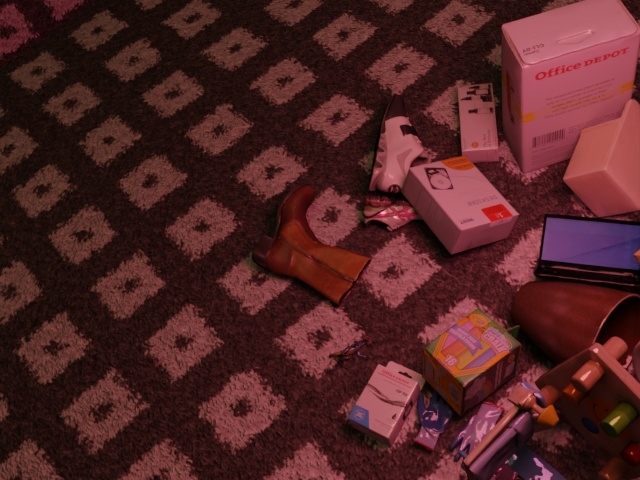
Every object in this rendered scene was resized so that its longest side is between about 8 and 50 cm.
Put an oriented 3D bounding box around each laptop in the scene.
[{"bbox_3d":[0.620,0.019,1.736,0.235,0.264,0.136,6,95,19],"label":"laptop"}]

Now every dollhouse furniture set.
[{"bbox_3d":[0.363,0.463,1.405,0.286,0.303,0.198,-42,56,-14],"label":"dollhouse furniture set"}]

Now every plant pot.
[{"bbox_3d":[0.535,0.176,1.633,0.215,0.215,0.230,-47,42,-17],"label":"plant pot"}]

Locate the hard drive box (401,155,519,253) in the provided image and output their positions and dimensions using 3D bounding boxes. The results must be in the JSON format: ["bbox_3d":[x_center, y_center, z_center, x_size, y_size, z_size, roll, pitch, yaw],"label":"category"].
[{"bbox_3d":[0.341,-0.092,1.875,0.181,0.089,0.232,-15,52,-26],"label":"hard drive box"}]

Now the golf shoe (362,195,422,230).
[{"bbox_3d":[0.202,-0.066,1.956,0.186,0.067,0.085,6,99,6],"label":"golf shoe"}]

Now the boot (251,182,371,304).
[{"bbox_3d":[0.000,0.000,1.935,0.281,0.096,0.264,22,65,25],"label":"boot"}]

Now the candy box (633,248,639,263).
[{"bbox_3d":[0.780,0.003,1.473,0.183,0.316,0.087,-38,95,-8],"label":"candy box"}]

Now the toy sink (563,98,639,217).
[{"bbox_3d":[0.705,-0.197,1.827,0.131,0.153,0.234,-13,43,55],"label":"toy sink"}]

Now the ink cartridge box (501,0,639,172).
[{"bbox_3d":[0.599,-0.376,1.854,0.279,0.384,0.160,-17,55,3],"label":"ink cartridge box"}]

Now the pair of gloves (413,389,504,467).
[{"bbox_3d":[0.293,0.397,1.640,0.198,0.023,0.159,18,62,24],"label":"pair of gloves"}]

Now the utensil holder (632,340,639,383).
[{"bbox_3d":[0.857,0.199,1.443,0.385,0.327,0.327,-38,56,-13],"label":"utensil holder"}]

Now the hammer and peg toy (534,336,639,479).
[{"bbox_3d":[0.568,0.364,1.391,0.127,0.266,0.361,-36,77,-22],"label":"hammer and peg toy"}]

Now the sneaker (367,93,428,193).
[{"bbox_3d":[0.220,-0.253,2.050,0.146,0.122,0.330,11,58,0],"label":"sneaker"}]

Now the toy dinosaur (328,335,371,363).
[{"bbox_3d":[0.075,0.250,1.784,0.090,0.047,0.082,17,44,36],"label":"toy dinosaur"}]

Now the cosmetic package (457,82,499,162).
[{"bbox_3d":[0.426,-0.320,2.060,0.099,0.060,0.238,-5,56,12],"label":"cosmetic package"}]

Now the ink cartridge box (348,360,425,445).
[{"bbox_3d":[0.151,0.348,1.684,0.104,0.060,0.180,21,64,26],"label":"ink cartridge box"}]

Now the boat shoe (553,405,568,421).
[{"bbox_3d":[0.521,0.342,1.586,0.206,0.075,0.064,-2,60,19],"label":"boat shoe"}]

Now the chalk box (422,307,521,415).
[{"bbox_3d":[0.342,0.248,1.648,0.213,0.132,0.132,-32,53,-21],"label":"chalk box"}]
